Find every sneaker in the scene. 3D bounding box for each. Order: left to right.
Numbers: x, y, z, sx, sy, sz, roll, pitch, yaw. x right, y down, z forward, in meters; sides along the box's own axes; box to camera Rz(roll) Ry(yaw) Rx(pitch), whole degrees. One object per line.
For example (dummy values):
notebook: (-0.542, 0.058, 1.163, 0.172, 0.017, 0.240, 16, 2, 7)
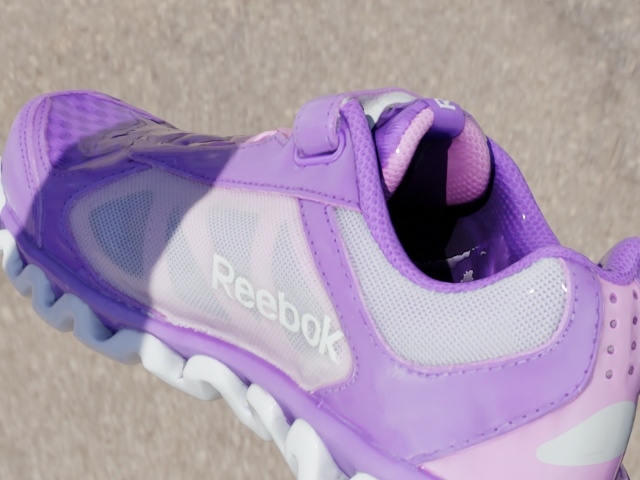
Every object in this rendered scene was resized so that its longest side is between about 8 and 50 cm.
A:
sneaker: (0.000, 0.000, 0.458, 0.095, 0.104, 0.236, -11, 33, -43)
